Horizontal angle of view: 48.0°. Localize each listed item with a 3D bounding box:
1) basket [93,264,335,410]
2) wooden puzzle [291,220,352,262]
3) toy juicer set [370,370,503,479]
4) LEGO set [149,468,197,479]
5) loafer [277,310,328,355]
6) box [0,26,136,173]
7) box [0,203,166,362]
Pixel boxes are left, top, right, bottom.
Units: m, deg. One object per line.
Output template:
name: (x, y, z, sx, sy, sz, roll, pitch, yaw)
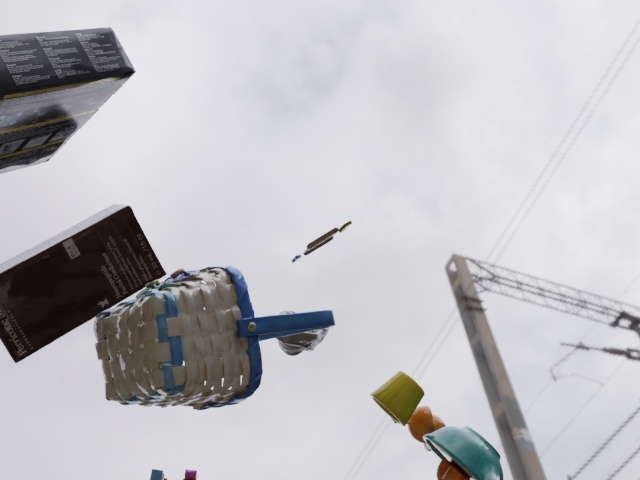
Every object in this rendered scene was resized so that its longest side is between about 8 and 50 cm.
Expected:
basket: (-0.154, 0.140, 1.045, 0.289, 0.201, 0.254, 5, -18, -44)
wooden puzzle: (0.000, 0.000, 1.301, 0.116, 0.014, 0.078, -31, -8, -19)
toy juicer set: (0.217, 0.339, 1.045, 0.089, 0.329, 0.209, -46, -41, -12)
LEGO set: (-0.265, 0.465, 1.259, 0.087, 0.093, 0.227, 9, -28, -4)
loafer: (-0.060, 0.249, 1.855, 0.112, 0.319, 0.111, 34, -87, 19)
box: (-0.519, -0.182, 1.077, 0.318, 0.395, 0.097, -28, -89, 38)
box: (-0.565, 0.084, 1.617, 0.381, 0.143, 0.191, -33, -71, -22)
